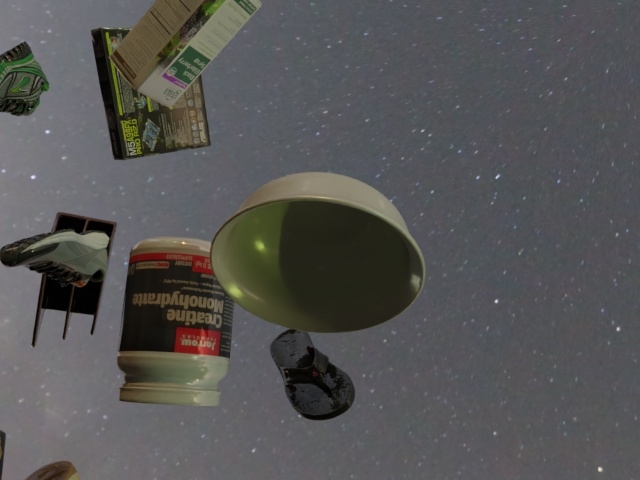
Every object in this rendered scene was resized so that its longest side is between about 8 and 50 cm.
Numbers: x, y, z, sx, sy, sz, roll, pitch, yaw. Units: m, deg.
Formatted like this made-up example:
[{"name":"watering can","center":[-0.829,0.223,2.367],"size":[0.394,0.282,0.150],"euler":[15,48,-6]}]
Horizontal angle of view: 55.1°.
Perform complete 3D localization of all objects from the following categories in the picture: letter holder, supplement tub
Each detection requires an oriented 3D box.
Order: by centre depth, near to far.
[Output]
[{"name":"supplement tub","center":[-0.247,0.143,1.064],"size":[0.191,0.191,0.272],"euler":[-5,-106,29]},{"name":"letter holder","center":[-0.638,0.115,1.586],"size":[0.152,0.214,0.301],"euler":[11,-65,-18]}]

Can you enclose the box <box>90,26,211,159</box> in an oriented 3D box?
[{"name":"box","center":[-0.362,-0.324,1.336],"size":[0.060,0.216,0.270],"euler":[12,-67,49]}]

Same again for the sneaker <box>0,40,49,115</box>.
[{"name":"sneaker","center":[-0.742,-0.355,1.464],"size":[0.134,0.343,0.146],"euler":[-22,-59,19]}]

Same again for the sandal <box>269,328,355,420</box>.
[{"name":"sandal","center":[-0.053,0.353,1.715],"size":[0.107,0.168,0.446],"euler":[61,-12,-27]}]

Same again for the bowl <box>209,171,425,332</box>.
[{"name":"bowl","center":[0.000,0.000,0.891],"size":[0.298,0.134,0.297],"euler":[4,-42,4]}]

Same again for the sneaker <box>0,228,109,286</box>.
[{"name":"sneaker","center":[-0.488,0.037,1.165],"size":[0.100,0.271,0.107],"euler":[-12,-94,15]}]

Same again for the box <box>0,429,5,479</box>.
[{"name":"box","center":[-0.749,0.528,1.148],"size":[0.257,0.079,0.321],"euler":[-2,-112,-8]}]

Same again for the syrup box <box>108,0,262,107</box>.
[{"name":"syrup box","center":[-0.220,-0.340,0.998],"size":[0.237,0.093,0.096],"euler":[-45,-110,11]}]

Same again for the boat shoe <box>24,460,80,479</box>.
[{"name":"boat shoe","center":[-0.405,0.441,0.764],"size":[0.122,0.341,0.110],"euler":[-8,-64,29]}]
